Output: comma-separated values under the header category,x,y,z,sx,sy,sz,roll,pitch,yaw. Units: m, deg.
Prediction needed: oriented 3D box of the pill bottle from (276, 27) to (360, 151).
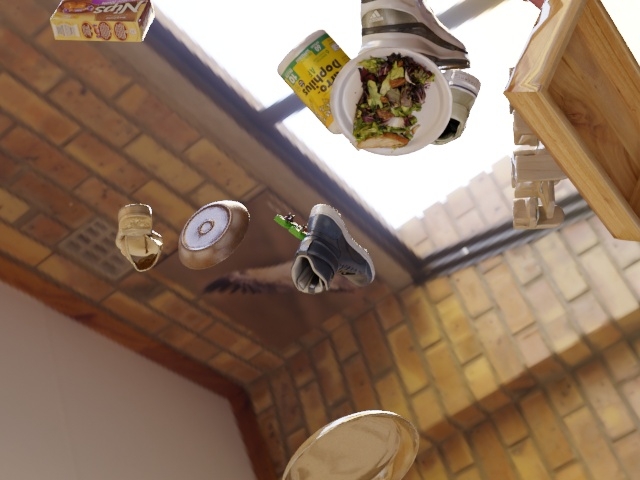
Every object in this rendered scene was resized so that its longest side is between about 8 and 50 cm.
category,x,y,z,sx,sy,sz,roll,pitch,yaw
pill bottle,0.030,-0.263,1.598,0.208,0.117,0.117,49,-163,-1

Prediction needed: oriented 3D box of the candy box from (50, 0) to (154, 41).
category,x,y,z,sx,sy,sz,roll,pitch,yaw
candy box,-0.451,-0.461,1.864,0.109,0.187,0.053,-80,-10,-47

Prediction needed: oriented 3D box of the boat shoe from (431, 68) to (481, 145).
category,x,y,z,sx,sy,sz,roll,pitch,yaw
boat shoe,0.229,-0.233,1.717,0.109,0.094,0.302,23,169,4

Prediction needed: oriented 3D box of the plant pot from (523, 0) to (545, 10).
category,x,y,z,sx,sy,sz,roll,pitch,yaw
plant pot,0.635,-0.669,2.368,0.180,0.201,0.201,59,-163,16

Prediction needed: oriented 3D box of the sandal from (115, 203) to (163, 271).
category,x,y,z,sx,sy,sz,roll,pitch,yaw
sandal,-0.338,0.017,1.672,0.240,0.088,0.079,105,157,-67

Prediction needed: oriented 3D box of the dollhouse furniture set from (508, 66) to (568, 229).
category,x,y,z,sx,sy,sz,roll,pitch,yaw
dollhouse furniture set,0.646,-0.266,2.430,0.362,0.256,0.394,61,-152,-67

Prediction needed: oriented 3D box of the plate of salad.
category,x,y,z,sx,sy,sz,roll,pitch,yaw
plate of salad,0.113,-0.217,1.456,0.200,0.200,0.048,48,-151,-24

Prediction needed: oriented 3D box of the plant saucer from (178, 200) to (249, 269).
category,x,y,z,sx,sy,sz,roll,pitch,yaw
plant saucer,-0.261,-0.023,2.118,0.036,0.199,0.198,52,-165,-42

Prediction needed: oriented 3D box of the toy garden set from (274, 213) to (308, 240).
category,x,y,z,sx,sy,sz,roll,pitch,yaw
toy garden set,0.000,0.000,2.772,0.244,0.049,0.204,37,-174,29

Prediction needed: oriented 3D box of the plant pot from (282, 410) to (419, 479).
category,x,y,z,sx,sy,sz,roll,pitch,yaw
plant pot,0.043,0.346,1.400,0.236,0.236,0.032,40,-170,-43

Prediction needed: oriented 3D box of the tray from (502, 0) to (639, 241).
category,x,y,z,sx,sy,sz,roll,pitch,yaw
tray,0.447,-0.190,1.428,0.076,0.203,0.411,8,155,48

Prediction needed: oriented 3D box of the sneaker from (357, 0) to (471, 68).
category,x,y,z,sx,sy,sz,roll,pitch,yaw
sneaker,0.196,-0.470,1.791,0.447,0.169,0.257,-13,-79,-67

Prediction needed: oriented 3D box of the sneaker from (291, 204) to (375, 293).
category,x,y,z,sx,sy,sz,roll,pitch,yaw
sneaker,0.024,0.062,1.784,0.226,0.086,0.163,51,-136,-38
